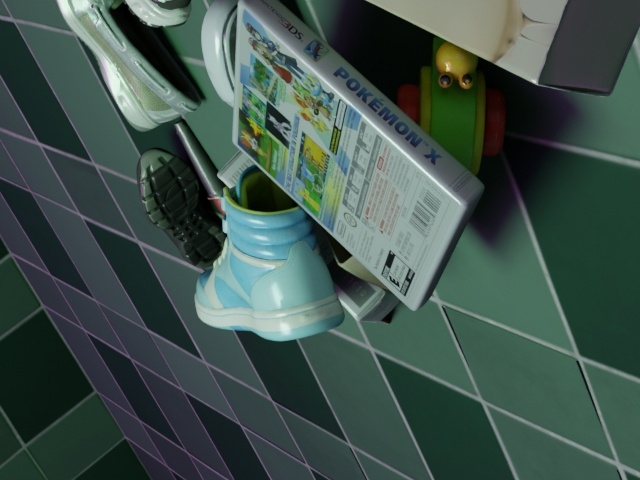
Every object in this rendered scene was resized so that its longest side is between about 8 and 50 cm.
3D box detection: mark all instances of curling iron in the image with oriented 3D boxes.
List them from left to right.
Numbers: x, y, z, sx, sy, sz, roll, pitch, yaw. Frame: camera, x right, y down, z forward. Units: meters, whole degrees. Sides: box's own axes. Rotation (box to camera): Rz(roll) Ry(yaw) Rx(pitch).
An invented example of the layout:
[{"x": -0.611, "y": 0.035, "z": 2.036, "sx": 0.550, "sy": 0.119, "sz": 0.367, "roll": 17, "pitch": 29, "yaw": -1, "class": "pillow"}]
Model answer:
[{"x": -0.160, "y": -0.065, "z": 2.134, "sx": 0.068, "sy": 0.035, "sz": 0.274, "roll": 12, "pitch": 136, "yaw": 58, "class": "curling iron"}]

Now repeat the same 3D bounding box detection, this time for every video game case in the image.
[{"x": 0.024, "y": -0.083, "z": 1.437, "sx": 0.300, "sy": 0.036, "sz": 0.329, "roll": 43, "pitch": 162, "yaw": 11, "class": "video game case"}]

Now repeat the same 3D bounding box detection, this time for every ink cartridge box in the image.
[{"x": 0.000, "y": 0.000, "z": 1.874, "sx": 0.275, "sy": 0.060, "sz": 0.239, "roll": 46, "pitch": -173, "yaw": 13, "class": "ink cartridge box"}]

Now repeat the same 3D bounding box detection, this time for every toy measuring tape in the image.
[{"x": 0.128, "y": -0.085, "z": 1.427, "sx": 0.121, "sy": 0.121, "sz": 0.330, "roll": 42, "pitch": 156, "yaw": 22, "class": "toy measuring tape"}]

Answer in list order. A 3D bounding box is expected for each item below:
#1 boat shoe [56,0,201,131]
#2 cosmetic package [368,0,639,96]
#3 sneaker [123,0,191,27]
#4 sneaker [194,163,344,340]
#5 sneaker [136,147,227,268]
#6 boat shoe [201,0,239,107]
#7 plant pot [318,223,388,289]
[{"x": -0.279, "y": -0.305, "z": 1.920, "sx": 0.118, "sy": 0.103, "sz": 0.320, "roll": -73, "pitch": -39, "yaw": -60, "class": "boat shoe"}, {"x": 0.118, "y": -0.249, "z": 1.114, "sx": 0.309, "sy": 0.113, "sz": 0.160, "roll": 33, "pitch": 111, "yaw": 38, "class": "cosmetic package"}, {"x": -0.242, "y": -0.394, "z": 1.730, "sx": 0.271, "sy": 0.100, "sz": 0.108, "roll": 48, "pitch": 134, "yaw": 17, "class": "sneaker"}, {"x": -0.083, "y": 0.005, "z": 1.716, "sx": 0.319, "sy": 0.127, "sz": 0.208, "roll": 4, "pitch": 109, "yaw": 60, "class": "sneaker"}, {"x": -0.240, "y": -0.059, "z": 2.197, "sx": 0.106, "sy": 0.101, "sz": 0.267, "roll": 46, "pitch": 166, "yaw": 39, "class": "sneaker"}, {"x": -0.023, "y": -0.162, "z": 1.641, "sx": 0.119, "sy": 0.121, "sz": 0.335, "roll": 20, "pitch": 154, "yaw": 40, "class": "boat shoe"}, {"x": 0.077, "y": -0.005, "z": 1.653, "sx": 0.096, "sy": 0.109, "sz": 0.109, "roll": 45, "pitch": -168, "yaw": -36, "class": "plant pot"}]
